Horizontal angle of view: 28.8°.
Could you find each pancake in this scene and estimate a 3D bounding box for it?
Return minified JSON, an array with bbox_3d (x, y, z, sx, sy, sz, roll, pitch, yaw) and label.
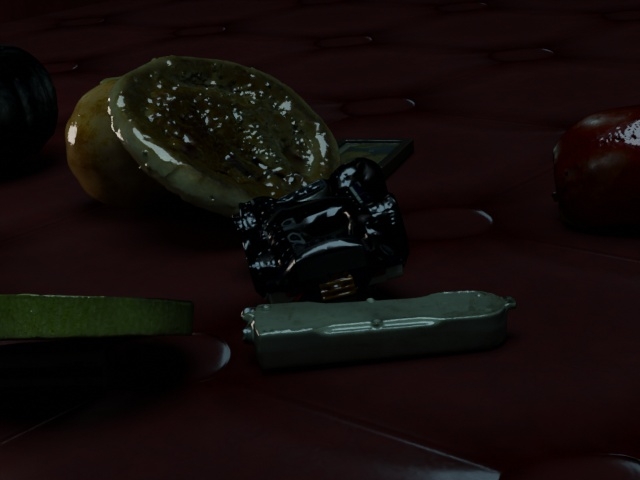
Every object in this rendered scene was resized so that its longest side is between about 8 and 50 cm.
[{"bbox_3d":[-0.119,-0.140,1.732,0.356,0.065,0.356,21,40,-19],"label":"pancake"}]

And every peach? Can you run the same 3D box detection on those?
[{"bbox_3d":[0.425,-0.089,1.578,0.267,0.159,0.154,4,27,19],"label":"peach"}]

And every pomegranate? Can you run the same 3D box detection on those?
[{"bbox_3d":[-0.274,-0.141,1.833,0.207,0.207,0.207,-4,19,1],"label":"pomegranate"}]

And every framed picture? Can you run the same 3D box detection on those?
[{"bbox_3d":[0.063,-0.129,1.956,0.128,0.023,0.168,3,20,21],"label":"framed picture"}]

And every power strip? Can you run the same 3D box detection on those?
[{"bbox_3d":[0.062,0.090,1.291,0.286,0.048,0.080,-6,21,-3],"label":"power strip"}]

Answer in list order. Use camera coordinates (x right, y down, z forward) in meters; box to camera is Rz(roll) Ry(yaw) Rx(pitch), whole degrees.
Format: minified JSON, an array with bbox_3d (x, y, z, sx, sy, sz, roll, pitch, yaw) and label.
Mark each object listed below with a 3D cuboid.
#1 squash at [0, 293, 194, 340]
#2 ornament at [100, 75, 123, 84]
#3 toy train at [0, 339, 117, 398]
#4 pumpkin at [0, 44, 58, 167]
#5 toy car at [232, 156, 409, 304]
[{"bbox_3d":[-0.253,0.081,1.269,0.252,0.049,0.252,0,-6,0],"label":"squash"},{"bbox_3d":[-0.336,-0.308,2.520,0.180,0.059,0.201,-13,19,-32],"label":"ornament"},{"bbox_3d":[-0.337,0.130,1.272,0.252,0.048,0.055,-2,17,7],"label":"toy train"},{"bbox_3d":[-0.585,-0.251,2.085,0.296,0.296,0.296,-4,19,1],"label":"pumpkin"},{"bbox_3d":[0.001,0.002,1.456,0.193,0.118,0.301,-14,20,-1],"label":"toy car"}]
